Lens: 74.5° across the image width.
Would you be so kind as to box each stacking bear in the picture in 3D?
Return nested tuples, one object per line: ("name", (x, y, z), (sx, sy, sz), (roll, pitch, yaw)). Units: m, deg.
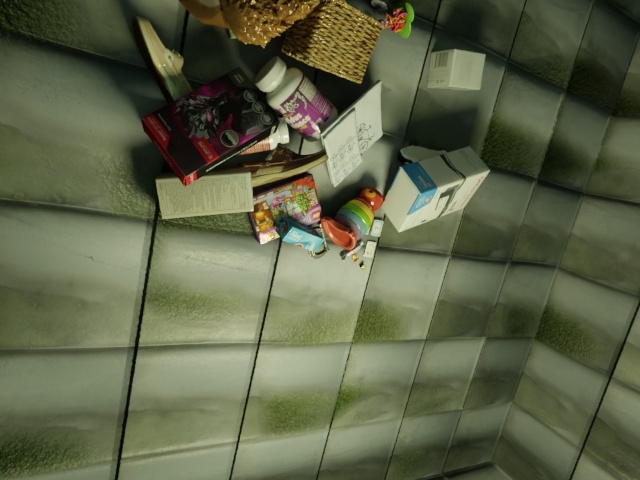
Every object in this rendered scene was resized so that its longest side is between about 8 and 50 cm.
("stacking bear", (0.162, -0.115, 1.814), (0.289, 0.175, 0.164), (-49, 154, -21))

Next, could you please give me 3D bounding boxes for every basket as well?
("basket", (0.034, -0.721, 1.488), (0.299, 0.213, 0.223), (-2, 123, -43))

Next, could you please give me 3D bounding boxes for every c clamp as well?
("c clamp", (0.000, 0.000, 1.842), (0.137, 0.022, 0.160), (-19, 113, -23))

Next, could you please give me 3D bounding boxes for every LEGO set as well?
("LEGO set", (0.191, 0.017, 1.932), (0.183, 0.060, 0.244), (9, 102, -27))

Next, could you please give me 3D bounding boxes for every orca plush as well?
("orca plush", (0.465, -0.381, 1.955), (0.287, 0.102, 0.151), (-22, 71, -32))

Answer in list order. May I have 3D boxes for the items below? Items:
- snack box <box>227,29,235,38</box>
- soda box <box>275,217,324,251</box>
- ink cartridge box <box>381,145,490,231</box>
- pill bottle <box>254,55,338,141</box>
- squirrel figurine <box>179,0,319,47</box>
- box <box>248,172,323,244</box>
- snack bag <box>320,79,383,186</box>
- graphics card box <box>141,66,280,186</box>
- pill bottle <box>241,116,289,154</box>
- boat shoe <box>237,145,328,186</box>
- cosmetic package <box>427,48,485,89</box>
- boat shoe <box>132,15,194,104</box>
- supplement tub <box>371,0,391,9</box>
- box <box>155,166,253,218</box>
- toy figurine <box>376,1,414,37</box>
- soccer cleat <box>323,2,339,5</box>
("snack box", (-0.254, -0.755, 1.450), (0.141, 0.037, 0.100), (-17, 114, -22))
("soda box", (-0.081, -0.021, 1.705), (0.071, 0.067, 0.210), (-50, 143, 15))
("ink cartridge box", (0.508, -0.229, 1.883), (0.395, 0.166, 0.285), (-20, 153, -22))
("pill bottle", (-0.090, -0.515, 1.539), (0.302, 0.169, 0.169), (37, 87, -32))
("squirrel figurine", (-0.179, -0.800, 1.311), (0.397, 0.281, 0.370), (47, 57, 7))
("box", (-0.145, -0.132, 1.699), (0.293, 0.057, 0.200), (-24, 117, -20))
("snack bag", (0.143, -0.416, 1.677), (0.342, 0.037, 0.323), (-46, 154, -15))
("graphics card box", (-0.346, -0.370, 1.360), (0.371, 0.094, 0.232), (-35, 89, -20))
("pill bottle", (-0.228, -0.379, 1.509), (0.216, 0.121, 0.121), (-11, 112, -9))
("boat shoe", (-0.144, -0.295, 1.568), (0.342, 0.123, 0.123), (-15, 101, 10))
("cosmetic package", (0.594, -0.744, 1.846), (0.184, 0.151, 0.151), (-4, 108, -26))
("boat shoe", (-0.491, -0.564, 1.347), (0.098, 0.109, 0.302), (-35, 125, -20))
("supplement tub", (0.261, -0.997, 1.611), (0.106, 0.106, 0.197), (18, 97, -32))
("box", (-0.395, -0.169, 1.468), (0.311, 0.121, 0.147), (-5, 109, -11))
("toy figurine", (0.259, -0.841, 1.642), (0.159, 0.173, 0.130), (-24, 98, -7))
("soccer cleat", (0.040, -0.854, 1.554), (0.068, 0.076, 0.196), (-18, 114, -23))
